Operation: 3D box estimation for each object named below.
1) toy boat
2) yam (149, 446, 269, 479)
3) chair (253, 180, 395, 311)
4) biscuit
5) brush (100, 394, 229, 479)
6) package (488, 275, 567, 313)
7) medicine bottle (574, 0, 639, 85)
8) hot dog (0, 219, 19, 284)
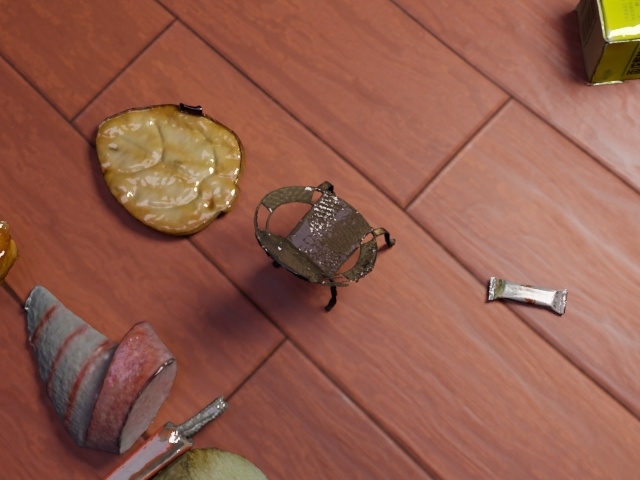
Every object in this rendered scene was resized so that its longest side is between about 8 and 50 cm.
[{"bbox_3d":[-0.349,0.174,1.203,0.282,0.096,0.206,31,96,22],"label":"toy boat"},{"bbox_3d":[-0.207,0.402,1.083,0.304,0.168,0.168,-38,75,-1],"label":"yam"},{"bbox_3d":[0.000,0.000,1.133,0.174,0.213,0.149,40,89,13],"label":"chair"},{"bbox_3d":[-0.237,-0.120,1.280,0.260,0.041,0.203,29,84,14],"label":"biscuit"},{"bbox_3d":[-0.261,0.324,1.156,0.323,0.070,0.051,-38,76,-6],"label":"brush"},{"bbox_3d":[0.295,0.077,1.175,0.110,0.015,0.037,10,72,8],"label":"package"},{"bbox_3d":[0.508,-0.326,1.187,0.250,0.137,0.141,-5,76,6],"label":"medicine bottle"},{"bbox_3d":[-0.611,0.068,1.236,0.348,0.117,0.158,-37,102,4],"label":"hot dog"}]
